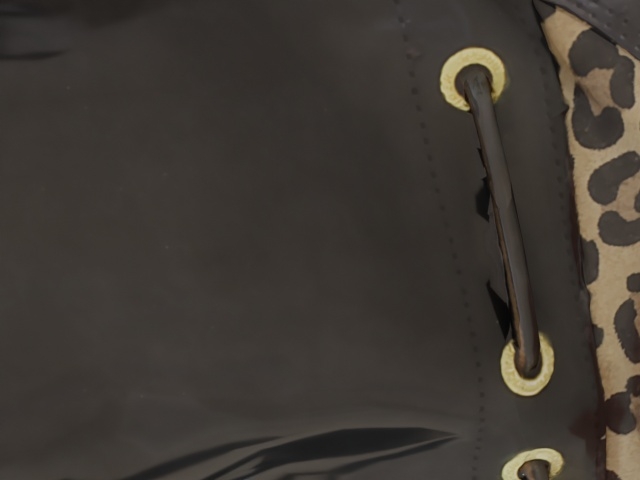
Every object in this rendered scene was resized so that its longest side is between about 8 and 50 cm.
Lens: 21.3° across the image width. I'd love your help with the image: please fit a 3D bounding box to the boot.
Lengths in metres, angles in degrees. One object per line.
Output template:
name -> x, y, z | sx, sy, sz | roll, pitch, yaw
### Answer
boot -> -0.030, 0.062, 0.460 | 0.284, 0.377, 0.138 | -3, -149, -20
